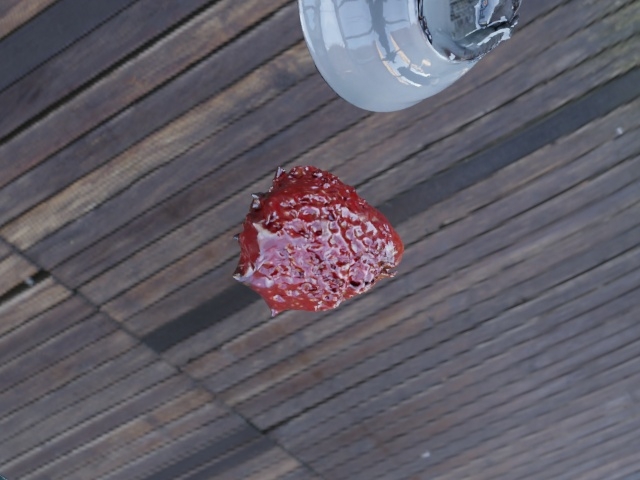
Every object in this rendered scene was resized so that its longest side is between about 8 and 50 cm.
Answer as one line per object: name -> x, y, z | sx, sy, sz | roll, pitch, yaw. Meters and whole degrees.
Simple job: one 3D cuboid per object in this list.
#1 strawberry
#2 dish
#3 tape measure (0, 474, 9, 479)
strawberry -> 0.000, 0.000, 1.039 | 0.201, 0.184, 0.187 | 7, 155, 5
dish -> 0.124, -0.273, 0.874 | 0.316, 0.106, 0.316 | -23, 125, -36
tape measure -> -0.163, 0.170, 0.369 | 0.104, 0.107, 0.180 | -63, 161, -2
